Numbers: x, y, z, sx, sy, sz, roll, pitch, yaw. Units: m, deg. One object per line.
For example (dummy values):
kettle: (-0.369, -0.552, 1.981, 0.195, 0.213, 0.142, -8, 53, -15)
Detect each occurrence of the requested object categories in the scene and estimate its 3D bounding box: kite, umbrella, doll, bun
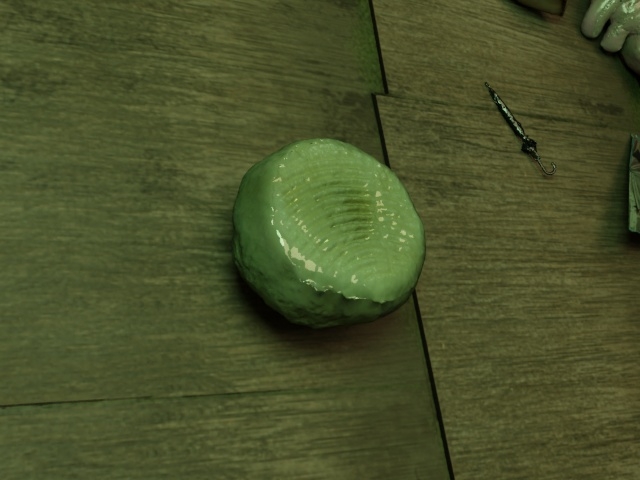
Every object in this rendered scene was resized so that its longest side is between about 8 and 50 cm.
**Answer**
kite: (0.504, -0.023, 1.153, 0.335, 0.011, 0.314, 3, 57, -39)
umbrella: (0.252, -0.143, 1.079, 0.022, 0.022, 0.149, -36, 83, -14)
doll: (0.479, -0.320, 1.249, 0.192, 0.095, 0.149, 41, 52, -7)
bun: (0.000, 0.000, 0.796, 0.195, 0.118, 0.195, 18, 56, -29)

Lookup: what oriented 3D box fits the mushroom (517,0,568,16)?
mushroom: (0.319, -0.449, 1.199, 0.162, 0.173, 0.236, 5, 105, -60)
